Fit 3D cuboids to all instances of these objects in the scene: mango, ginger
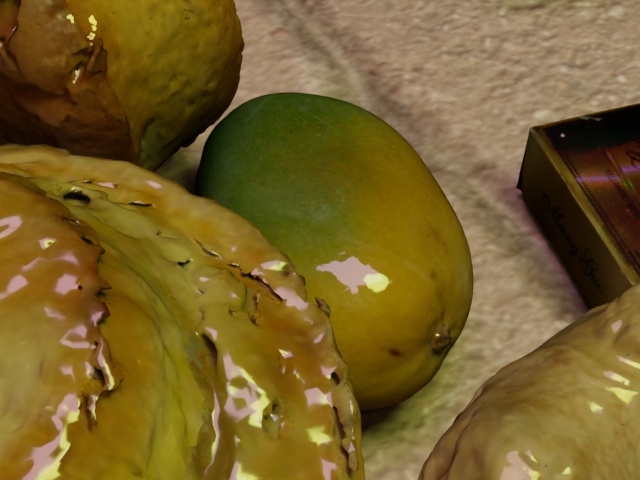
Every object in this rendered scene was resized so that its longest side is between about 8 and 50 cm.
[{"bbox_3d":[0.000,0.000,1.038,0.156,0.114,0.251,-17,33,0],"label":"mango"},{"bbox_3d":[0.152,0.102,0.863,0.126,0.190,0.354,25,12,25],"label":"ginger"}]

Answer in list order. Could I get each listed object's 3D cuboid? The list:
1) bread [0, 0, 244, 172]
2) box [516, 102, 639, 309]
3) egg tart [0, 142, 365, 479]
[{"bbox_3d":[-0.125,-0.097,1.051,0.147,0.260,0.160,43,64,9],"label":"bread"},{"bbox_3d":[0.259,-0.026,1.088,0.240,0.071,0.159,-12,48,-13],"label":"box"},{"bbox_3d":[-0.198,0.106,0.827,0.443,0.178,0.443,-7,51,8],"label":"egg tart"}]
